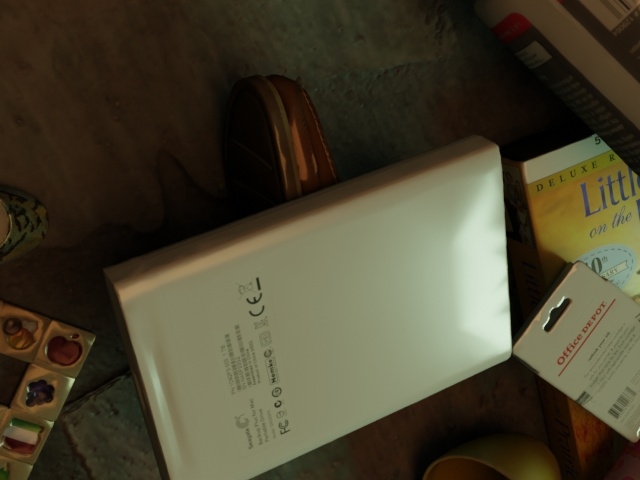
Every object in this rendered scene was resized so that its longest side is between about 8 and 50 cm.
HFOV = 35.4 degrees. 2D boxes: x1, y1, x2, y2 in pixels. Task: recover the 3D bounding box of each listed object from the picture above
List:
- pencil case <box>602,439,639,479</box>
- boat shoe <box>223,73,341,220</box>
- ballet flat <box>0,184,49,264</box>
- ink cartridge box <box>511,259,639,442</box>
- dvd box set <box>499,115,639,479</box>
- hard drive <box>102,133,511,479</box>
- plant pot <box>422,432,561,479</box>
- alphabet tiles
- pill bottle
[{"bbox_3d":[0.342,0.234,0.966,0.124,0.124,0.284,33,91,-27],"label":"pencil case"},{"bbox_3d":[0.000,0.000,0.830,0.104,0.110,0.307,-22,121,-22],"label":"boat shoe"},{"bbox_3d":[-0.285,-0.010,0.712,0.188,0.070,0.070,-2,105,-25],"label":"ballet flat"},{"bbox_3d":[0.246,0.093,0.915,0.180,0.060,0.104,36,91,-26],"label":"ink cartridge box"},{"bbox_3d":[0.351,0.057,1.017,0.307,0.062,0.421,-22,112,-17],"label":"dvd box set"},{"bbox_3d":[0.007,0.060,0.766,0.307,0.040,0.203,-21,121,-21],"label":"hard drive"},{"bbox_3d":[0.178,0.239,0.965,0.095,0.134,0.134,-33,118,-44],"label":"plant pot"},{"bbox_3d":[-0.321,0.120,0.765,0.237,0.009,0.198,25,93,-27],"label":"alphabet tiles"},{"bbox_3d":[0.295,-0.145,0.822,0.318,0.176,0.176,43,84,-6],"label":"pill bottle"}]
